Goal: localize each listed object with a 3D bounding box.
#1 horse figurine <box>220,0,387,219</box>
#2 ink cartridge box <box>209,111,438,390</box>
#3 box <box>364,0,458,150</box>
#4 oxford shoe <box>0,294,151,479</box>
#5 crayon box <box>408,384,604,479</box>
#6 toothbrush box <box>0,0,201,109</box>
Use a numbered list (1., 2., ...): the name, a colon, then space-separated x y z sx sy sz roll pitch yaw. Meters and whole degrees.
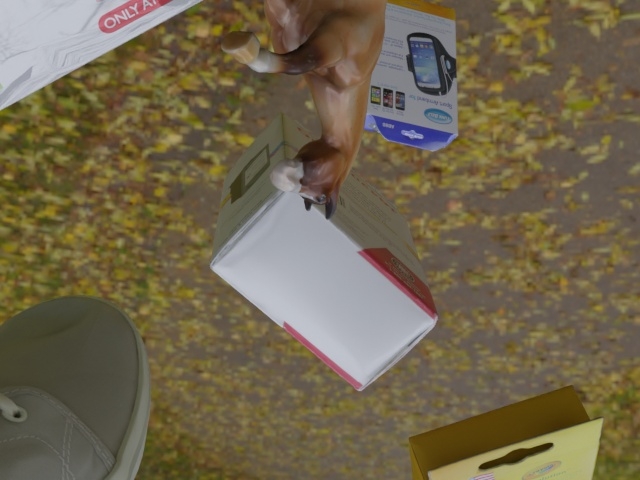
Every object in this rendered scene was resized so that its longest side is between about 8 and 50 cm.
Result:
1. horse figurine: -0.001 -0.153 0.463 0.066 0.263 0.174 2 172 24
2. ink cartridge box: 0.000 0.000 1.161 0.226 0.306 0.131 40 103 -15
3. box: 0.068 -0.132 0.802 0.081 0.136 0.028 11 157 -19
4. oxford shoe: -0.214 0.135 0.539 0.169 0.449 0.130 -5 115 17
5. crayon box: 0.213 0.281 1.175 0.202 0.081 0.318 -16 142 -5
6. toothbrush box: -0.214 -0.197 0.587 0.206 0.283 0.122 -30 132 -5
